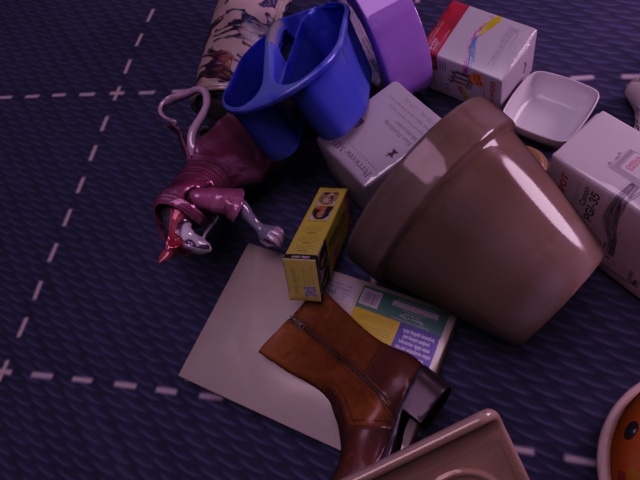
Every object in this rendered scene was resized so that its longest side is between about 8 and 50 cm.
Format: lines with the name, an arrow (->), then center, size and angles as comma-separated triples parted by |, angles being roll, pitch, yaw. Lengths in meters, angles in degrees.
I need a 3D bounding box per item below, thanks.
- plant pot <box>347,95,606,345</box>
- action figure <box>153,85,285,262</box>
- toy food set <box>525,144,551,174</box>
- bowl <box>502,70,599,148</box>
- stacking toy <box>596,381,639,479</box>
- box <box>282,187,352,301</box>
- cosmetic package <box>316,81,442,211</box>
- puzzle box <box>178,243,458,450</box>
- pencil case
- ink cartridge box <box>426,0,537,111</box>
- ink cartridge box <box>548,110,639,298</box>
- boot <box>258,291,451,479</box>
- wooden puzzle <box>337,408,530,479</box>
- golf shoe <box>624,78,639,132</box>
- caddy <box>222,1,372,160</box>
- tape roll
plant pot -> 0.251, -0.006, 0.876 | 0.280, 0.323, 0.323 | 41, 79, 16
action figure -> -0.206, -0.108, 1.048 | 0.248, 0.276, 0.370 | -16, 30, 27
toy food set -> 0.344, -0.123, 1.031 | 0.132, 0.038, 0.192 | -45, 44, -15
bowl -> 0.425, -0.238, 1.078 | 0.142, 0.053, 0.142 | 31, 75, 27
stacking toy -> 0.492, 0.175, 0.569 | 0.350, 0.480, 0.350 | -7, 45, 8
box -> 0.000, 0.000, 0.993 | 0.058, 0.087, 0.232 | 2, 33, 16
cosmetic package -> 0.122, -0.154, 1.059 | 0.183, 0.151, 0.151 | -37, 58, -6
puzzle box -> -0.006, 0.184, 0.972 | 0.409, 0.052, 0.272 | 18, 68, 23
pencil case -> -0.166, -0.433, 1.284 | 0.183, 0.160, 0.410 | -11, 58, 32
ink cartridge box -> 0.304, -0.349, 1.117 | 0.176, 0.128, 0.127 | 30, 81, 24
ink cartridge box -> 0.480, -0.028, 0.860 | 0.117, 0.207, 0.283 | -39, 59, -10
boot -> 0.006, 0.231, 0.860 | 0.280, 0.096, 0.264 | 33, 78, 30
wooden puzzle -> 0.129, 0.405, 0.716 | 0.322, 0.080, 0.348 | -26, 100, 1
golf shoe -> 0.576, -0.210, 1.016 | 0.086, 0.069, 0.176 | -27, 58, 7
caddy -> -0.044, -0.309, 1.051 | 0.241, 0.179, 0.341 | -18, 38, 24
tape roll -> 0.113, -0.405, 1.124 | 0.090, 0.275, 0.275 | -27, 59, 0
